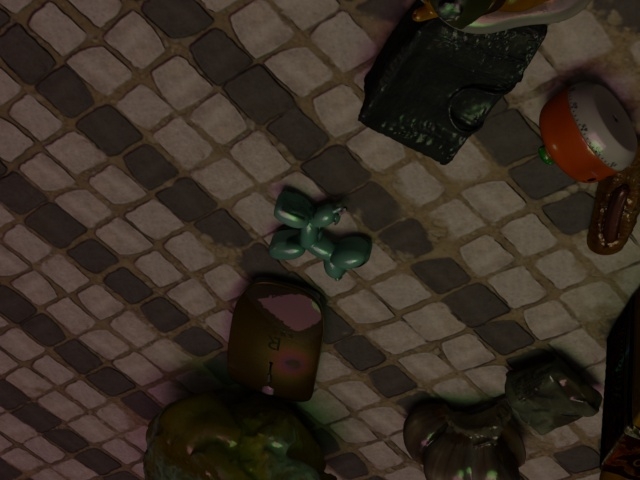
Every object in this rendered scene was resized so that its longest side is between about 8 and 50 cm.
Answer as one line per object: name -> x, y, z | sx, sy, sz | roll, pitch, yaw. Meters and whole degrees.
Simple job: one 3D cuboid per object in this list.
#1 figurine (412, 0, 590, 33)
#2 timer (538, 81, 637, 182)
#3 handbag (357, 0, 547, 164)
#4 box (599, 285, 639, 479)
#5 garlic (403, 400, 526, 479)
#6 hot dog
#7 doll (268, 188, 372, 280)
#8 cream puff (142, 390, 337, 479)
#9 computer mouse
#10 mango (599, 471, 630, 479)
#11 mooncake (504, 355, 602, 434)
figurine -> 0.203, -0.305, 1.351 | 0.250, 0.141, 0.166 | 2, 111, 2
timer -> 0.336, -0.133, 1.549 | 0.136, 0.099, 0.136 | 10, 112, 26
handbag -> 0.161, -0.211, 1.548 | 0.175, 0.089, 0.270 | 21, 138, -15
box -> 0.514, 0.127, 1.641 | 0.116, 0.264, 0.415 | 17, 138, -2
garlic -> 0.246, 0.379, 2.064 | 0.214, 0.160, 0.191 | -3, 129, 17
hot dog -> 0.413, -0.055, 1.646 | 0.066, 0.047, 0.216 | 8, 136, 6
doll -> 0.000, 0.000, 1.826 | 0.158, 0.059, 0.159 | 10, 135, 9
cream puff -> -0.134, 0.429, 2.188 | 0.378, 0.275, 0.378 | 22, 127, 33
computer mouse -> -0.076, 0.184, 2.033 | 0.158, 0.072, 0.310 | 16, 138, 5
mango -> 0.537, 0.410, 2.057 | 0.115, 0.089, 0.165 | 17, 141, -13
mooncake -> 0.378, 0.246, 1.946 | 0.125, 0.073, 0.130 | -28, 122, 34
